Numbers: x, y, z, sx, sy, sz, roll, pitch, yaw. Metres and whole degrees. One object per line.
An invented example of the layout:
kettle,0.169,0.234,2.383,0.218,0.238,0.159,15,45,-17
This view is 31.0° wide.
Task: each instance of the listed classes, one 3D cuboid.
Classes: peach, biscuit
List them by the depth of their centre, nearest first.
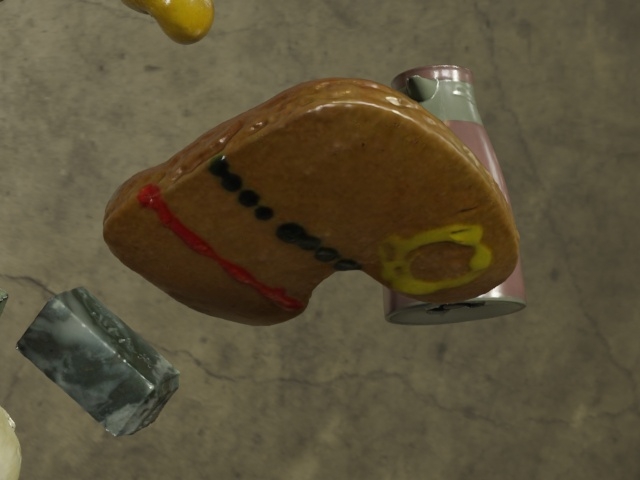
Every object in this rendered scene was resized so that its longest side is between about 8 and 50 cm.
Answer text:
biscuit,0.000,0.001,0.895,0.262,0.277,0.052,46,29,-40
peach,-0.250,-0.393,1.862,0.179,0.179,0.103,36,97,-31

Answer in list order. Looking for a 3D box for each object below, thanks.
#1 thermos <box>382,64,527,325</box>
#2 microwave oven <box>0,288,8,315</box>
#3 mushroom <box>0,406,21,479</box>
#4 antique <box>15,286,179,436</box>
thermos,0.133,-0.049,1.223,0.176,0.146,0.265,29,54,-65
microwave oven,-0.676,0.103,1.608,0.218,0.355,0.286,-63,168,20
mushroom,-0.649,0.386,1.870,0.315,0.356,0.315,1,98,7
antique,-0.265,0.150,1.406,0.183,0.088,0.086,40,104,7
